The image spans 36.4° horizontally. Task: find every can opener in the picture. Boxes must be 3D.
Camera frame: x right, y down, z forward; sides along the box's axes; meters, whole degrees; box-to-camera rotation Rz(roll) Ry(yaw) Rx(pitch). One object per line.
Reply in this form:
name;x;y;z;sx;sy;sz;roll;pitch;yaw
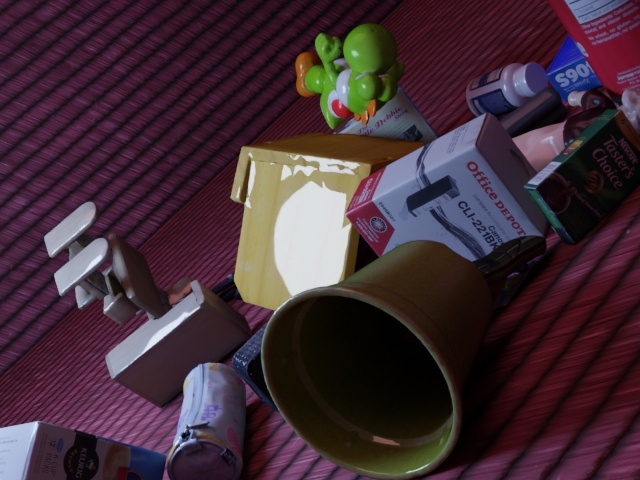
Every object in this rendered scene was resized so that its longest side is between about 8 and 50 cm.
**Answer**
can opener;0.356;-0.179;1.865;0.280;0.074;0.093;-40;51;2
can opener;-0.214;0.111;2.306;0.186;0.059;0.073;-24;23;40

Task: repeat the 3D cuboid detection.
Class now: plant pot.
plant pot;0.104;0.130;1.294;0.276;0.276;0.254;-25;10;39

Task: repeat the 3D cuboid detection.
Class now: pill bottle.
pill bottle;0.491;-0.426;1.594;0.229;0.408;0.229;-35;17;12
pill bottle;0.399;-0.323;2.072;0.094;0.094;0.169;-49;19;-29

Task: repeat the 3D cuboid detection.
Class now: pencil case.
pencil case;-0.187;0.310;1.620;0.113;0.124;0.273;-36;16;11

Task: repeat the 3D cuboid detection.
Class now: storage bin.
storage bin;-0.042;0.189;1.627;0.180;0.122;0.084;-44;17;-15

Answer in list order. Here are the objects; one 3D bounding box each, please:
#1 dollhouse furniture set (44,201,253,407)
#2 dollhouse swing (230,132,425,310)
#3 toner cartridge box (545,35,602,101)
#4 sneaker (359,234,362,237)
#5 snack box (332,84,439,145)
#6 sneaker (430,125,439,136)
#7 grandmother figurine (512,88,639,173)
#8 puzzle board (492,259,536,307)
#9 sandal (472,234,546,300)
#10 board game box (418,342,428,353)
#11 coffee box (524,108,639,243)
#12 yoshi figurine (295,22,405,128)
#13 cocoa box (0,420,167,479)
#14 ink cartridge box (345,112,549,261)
dollhouse furniture set;-0.350;0.115;2.108;0.256;0.362;0.394;-38;44;8
dollhouse swing;0.027;-0.035;1.932;0.346;0.305;0.315;11;19;42
toner cartridge box;0.609;-0.395;1.846;0.347;0.075;0.165;-23;24;45
sneaker;-0.001;0.000;2.090;0.270;0.090;0.145;-51;22;-26
snack box;0.101;-0.172;2.149;0.322;0.187;0.060;-37;17;6
sneaker;0.239;-0.246;2.253;0.038;0.069;0.098;-32;18;23
grandmother figurine;0.428;-0.170;1.625;0.342;0.104;0.208;-17;55;46
puzzle board;0.260;0.070;1.491;0.096;0.011;0.128;-49;19;-30
sandal;0.243;0.061;1.446;0.219;0.060;0.090;-28;18;-10
board game box;0.124;0.160;1.468;0.090;0.020;0.090;-40;43;-6
coffee box;0.403;-0.097;1.445;0.184;0.113;0.040;-40;15;-9
yoshi figurine;0.075;-0.372;2.076;0.203;0.203;0.362;-36;18;-11
cocoa box;-0.438;0.431;1.538;0.347;0.227;0.232;-19;55;49
ink cartridge box;0.211;-0.055;1.592;0.272;0.197;0.114;-28;21;34
